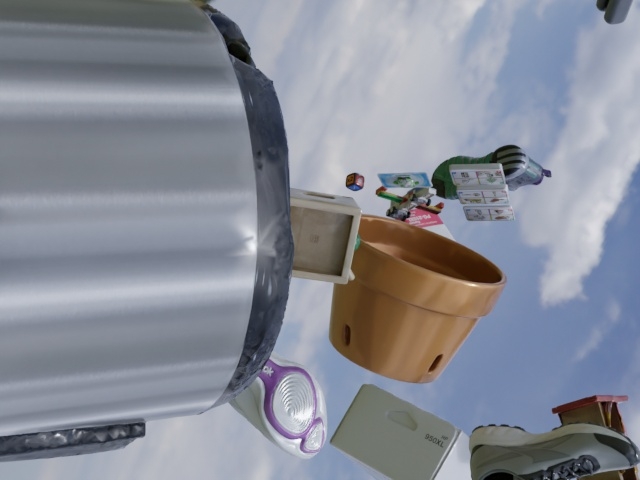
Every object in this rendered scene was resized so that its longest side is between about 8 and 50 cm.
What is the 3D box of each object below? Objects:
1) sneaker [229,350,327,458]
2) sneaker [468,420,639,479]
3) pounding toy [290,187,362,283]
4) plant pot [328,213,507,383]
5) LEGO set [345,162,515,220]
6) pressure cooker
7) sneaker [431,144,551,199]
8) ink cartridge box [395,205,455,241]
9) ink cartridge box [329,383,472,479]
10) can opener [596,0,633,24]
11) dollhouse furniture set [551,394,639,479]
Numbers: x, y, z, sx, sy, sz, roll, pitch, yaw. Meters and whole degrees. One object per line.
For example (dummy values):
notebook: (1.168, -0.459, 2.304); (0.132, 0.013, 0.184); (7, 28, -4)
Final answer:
sneaker: (-0.106, 0.211, 1.596); (0.114, 0.305, 0.152); (-44, -170, -25)
sneaker: (0.362, 0.350, 1.606); (0.271, 0.100, 0.108); (-9, -135, 25)
pounding toy: (0.000, 0.000, 1.456); (0.100, 0.141, 0.130); (-119, -141, -72)
plant pot: (0.136, 0.101, 1.708); (0.291, 0.290, 0.204); (-108, -144, -72)
LEGO set: (0.168, -0.084, 1.582); (0.182, 0.244, 0.060); (54, 38, -61)
pressure cooker: (-0.275, -0.021, 0.816); (0.370, 0.420, 0.376); (-58, -136, 46)
sneaker: (0.294, -0.103, 1.805); (0.223, 0.098, 0.083); (-8, -115, 53)
ink cartridge box: (0.227, 0.075, 2.190); (0.237, 0.100, 0.172); (60, -37, 30)
ink cartridge box: (0.245, 0.509, 2.310); (0.285, 0.395, 0.166); (19, -109, 42)
can opener: (0.581, -0.517, 1.877); (0.280, 0.093, 0.074); (102, -23, -51)
dollhouse furniture set: (0.666, 0.383, 2.025); (0.374, 0.152, 0.201); (-24, -113, 36)
